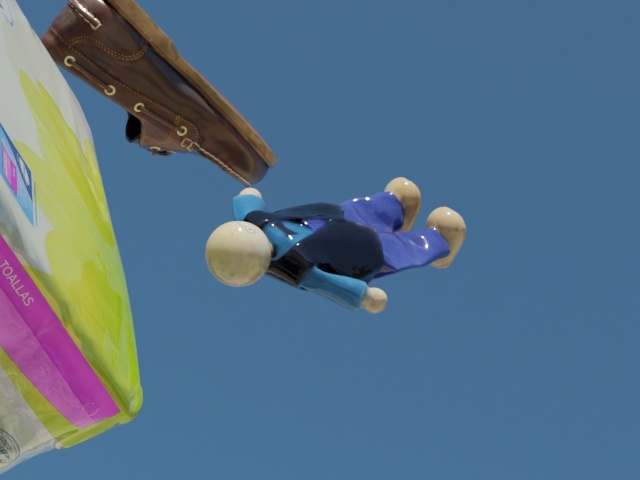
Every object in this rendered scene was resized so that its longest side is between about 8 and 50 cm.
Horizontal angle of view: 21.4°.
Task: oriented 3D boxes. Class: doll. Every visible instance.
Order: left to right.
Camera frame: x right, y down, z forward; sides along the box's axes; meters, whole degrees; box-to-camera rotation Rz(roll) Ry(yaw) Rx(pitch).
[{"bbox_3d":[0.000,0.000,1.008,0.129,0.189,0.046,36,-61,30],"label":"doll"}]

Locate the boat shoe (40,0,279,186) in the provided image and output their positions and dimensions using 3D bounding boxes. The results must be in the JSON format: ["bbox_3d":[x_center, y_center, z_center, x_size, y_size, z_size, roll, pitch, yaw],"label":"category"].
[{"bbox_3d":[-0.112,-0.098,1.186,0.073,0.073,0.207,-48,-54,-2],"label":"boat shoe"}]

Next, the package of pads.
[{"bbox_3d":[-0.189,-0.050,0.874,0.101,0.296,0.229,-24,-50,4],"label":"package of pads"}]
